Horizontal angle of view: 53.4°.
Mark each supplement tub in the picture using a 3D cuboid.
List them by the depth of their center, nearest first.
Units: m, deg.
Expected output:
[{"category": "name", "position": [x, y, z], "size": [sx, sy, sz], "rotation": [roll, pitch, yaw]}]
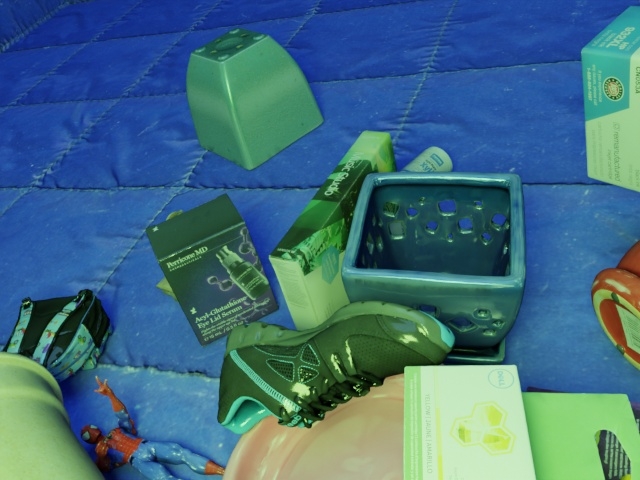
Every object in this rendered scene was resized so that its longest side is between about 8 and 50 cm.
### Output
[{"category": "supplement tub", "position": [0.202, -0.130, 1.258], "size": [0.107, 0.071, 0.071], "rotation": [-41, 44, -25]}]

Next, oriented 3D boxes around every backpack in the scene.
[{"category": "backpack", "position": [-0.462, 0.183, 1.103], "size": [0.158, 0.116, 0.173], "rotation": [-9, 39, 11]}]

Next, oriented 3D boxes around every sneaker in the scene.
[{"category": "sneaker", "position": [0.010, 0.169, 0.795], "size": [0.341, 0.125, 0.139], "rotation": [-17, 46, 35]}]

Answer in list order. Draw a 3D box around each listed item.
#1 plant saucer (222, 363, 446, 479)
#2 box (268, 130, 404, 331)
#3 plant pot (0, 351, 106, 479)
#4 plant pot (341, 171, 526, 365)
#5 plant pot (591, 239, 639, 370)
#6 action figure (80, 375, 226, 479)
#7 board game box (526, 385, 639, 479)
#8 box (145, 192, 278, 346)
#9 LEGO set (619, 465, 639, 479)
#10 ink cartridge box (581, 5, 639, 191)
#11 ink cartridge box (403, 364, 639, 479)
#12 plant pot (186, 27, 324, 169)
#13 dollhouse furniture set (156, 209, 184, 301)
[{"category": "plant saucer", "position": [0.037, 0.275, 0.773], "size": [0.332, 0.084, 0.332], "rotation": [-24, 26, 12]}, {"category": "box", "position": [0.047, 0.007, 1.024], "size": [0.059, 0.232, 0.322], "rotation": [9, 46, 28]}, {"category": "plant pot", "position": [-0.372, 0.351, 0.744], "size": [0.306, 0.333, 0.334], "rotation": [29, 57, 29]}, {"category": "plant pot", "position": [0.170, 0.049, 0.930], "size": [0.236, 0.212, 0.236], "rotation": [3, 42, 15]}, {"category": "plant pot", "position": [0.463, 0.075, 0.818], "size": [0.174, 0.191, 0.191], "rotation": [-29, 39, -4]}, {"category": "action figure", "position": [-0.250, 0.284, 0.890], "size": [0.281, 0.139, 0.091], "rotation": [5, 43, 30]}, {"category": "board game box", "position": [0.307, 0.325, 0.689], "size": [0.208, 0.056, 0.346], "rotation": [1, 42, 28]}, {"category": "box", "position": [-0.181, 0.050, 1.080], "size": [0.153, 0.207, 0.108], "rotation": [-26, 39, -10]}, {"category": "LEGO set", "position": [0.345, 0.272, 0.626], "size": [0.227, 0.093, 0.087], "rotation": [9, 46, 30]}, {"category": "ink cartridge box", "position": [0.510, -0.156, 0.812], "size": [0.129, 0.223, 0.307], "rotation": [-39, 41, -21]}, {"category": "ink cartridge box", "position": [0.201, 0.204, 0.628], "size": [0.235, 0.056, 0.171], "rotation": [-4, 39, 11]}, {"category": "plant pot", "position": [-0.183, -0.367, 1.552], "size": [0.248, 0.252, 0.247], "rotation": [-37, 41, -23]}, {"category": "dollhouse furniture set", "position": [-0.298, 0.021, 1.247], "size": [0.182, 0.101, 0.161], "rotation": [12, 47, 32]}]
